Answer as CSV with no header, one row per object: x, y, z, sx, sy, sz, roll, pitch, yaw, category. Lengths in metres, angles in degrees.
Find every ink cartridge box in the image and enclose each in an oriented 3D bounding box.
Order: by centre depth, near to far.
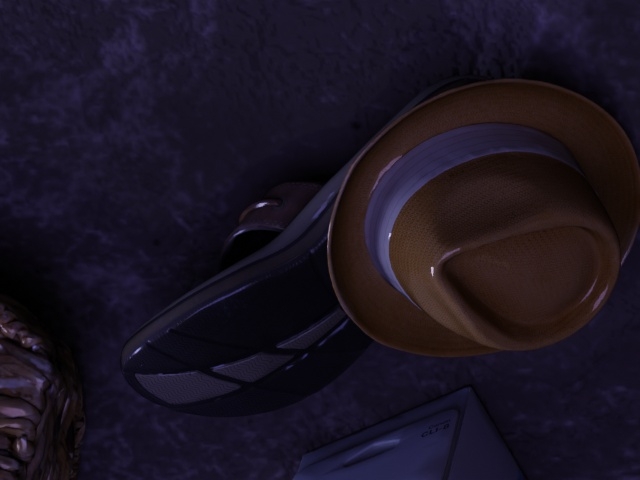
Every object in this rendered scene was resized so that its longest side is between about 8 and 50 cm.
0.070,0.206,1.208,0.128,0.127,0.176,-26,106,21,ink cartridge box

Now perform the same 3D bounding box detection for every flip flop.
0.000,0.000,1.155,0.277,0.080,0.112,-44,130,10,flip flop

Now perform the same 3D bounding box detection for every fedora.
0.102,0.004,1.098,0.194,0.079,0.194,-10,122,-16,fedora

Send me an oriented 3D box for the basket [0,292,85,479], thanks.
-0.301,0.102,1.254,0.299,0.223,0.213,14,83,5,basket
